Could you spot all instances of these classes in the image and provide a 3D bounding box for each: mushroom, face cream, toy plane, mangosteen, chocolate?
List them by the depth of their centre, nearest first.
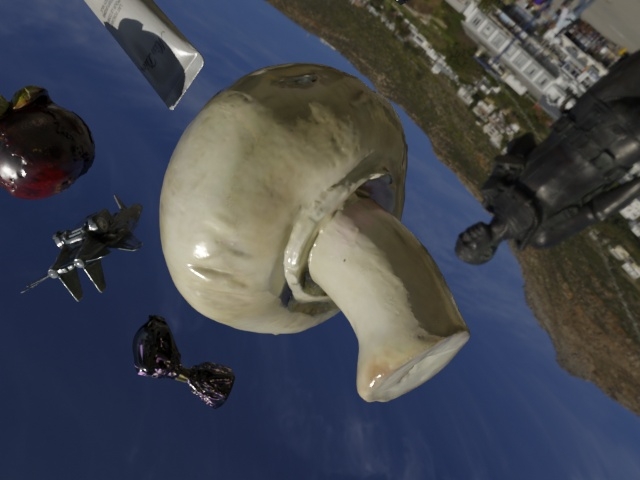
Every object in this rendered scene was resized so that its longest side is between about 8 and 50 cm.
[{"bbox_3d":[-0.024,-0.005,0.524,0.315,0.315,0.356,1,-102,-43],"label":"mushroom"},{"bbox_3d":[-0.187,0.166,0.613,0.147,0.070,0.072,39,-135,-19],"label":"chocolate"},{"bbox_3d":[-0.465,-0.161,0.742,0.180,0.166,0.166,53,-149,-20],"label":"mangosteen"},{"bbox_3d":[-0.353,-0.019,0.760,0.267,0.212,0.088,-90,-23,-57],"label":"toy plane"},{"bbox_3d":[-0.335,-0.398,0.820,0.314,0.143,0.089,50,-140,-7],"label":"face cream"}]

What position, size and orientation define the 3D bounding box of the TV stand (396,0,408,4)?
[{"bbox_3d":[0.110,-0.606,1.000,0.249,0.036,0.042,21,-101,-36],"label":"TV stand"}]
